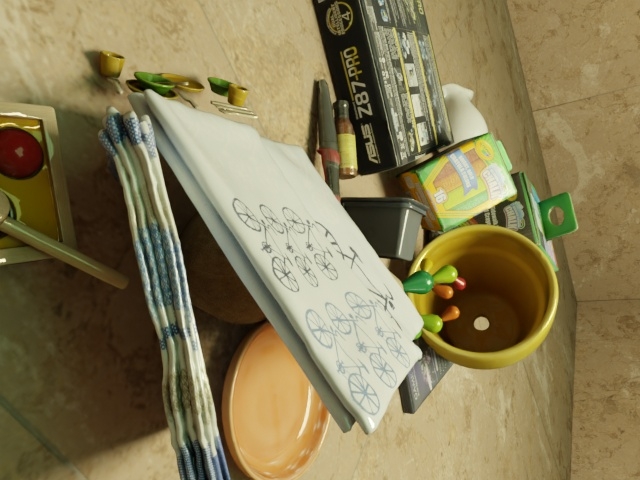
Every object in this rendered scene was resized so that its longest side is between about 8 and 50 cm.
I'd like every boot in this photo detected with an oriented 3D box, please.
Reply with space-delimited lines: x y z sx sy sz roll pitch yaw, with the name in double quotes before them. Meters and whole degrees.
"boot" -0.041 0.051 0.575 0.305 0.112 0.115 31 101 -42

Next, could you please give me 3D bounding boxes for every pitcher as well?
"pitcher" 0.324 -0.296 1.189 0.178 0.125 0.207 16 58 -32

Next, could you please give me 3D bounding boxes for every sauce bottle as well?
"sauce bottle" 0.038 -0.166 0.794 0.042 0.042 0.128 7 80 -55

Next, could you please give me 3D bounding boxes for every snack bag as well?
"snack bag" 0.000 0.000 0.510 0.323 0.037 0.342 55 18 11

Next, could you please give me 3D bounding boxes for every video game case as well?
"video game case" 0.219 0.203 1.001 0.274 0.026 0.196 -19 99 -54

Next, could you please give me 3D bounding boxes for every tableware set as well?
"tableware set" -0.143 -0.164 0.495 0.154 0.104 0.024 0 122 -37

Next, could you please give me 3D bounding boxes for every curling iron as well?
"curling iron" 0.011 -0.126 0.750 0.068 0.035 0.274 118 -34 -75

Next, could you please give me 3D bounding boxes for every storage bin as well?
"storage bin" 0.100 -0.017 0.787 0.098 0.135 0.091 16 82 -54

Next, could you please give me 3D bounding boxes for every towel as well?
"towel" -0.129 0.053 0.393 0.034 0.209 0.285 -13 96 -21

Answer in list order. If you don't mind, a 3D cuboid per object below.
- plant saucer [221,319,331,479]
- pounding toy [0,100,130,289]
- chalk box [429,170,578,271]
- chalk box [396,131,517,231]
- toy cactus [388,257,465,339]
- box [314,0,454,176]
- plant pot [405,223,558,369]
"plant saucer" -0.052 0.192 0.596 0.200 0.037 0.200 15 72 -54
"pounding toy" -0.225 -0.022 0.329 0.130 0.100 0.141 -12 93 -56
"chalk box" 0.407 -0.019 1.067 0.179 0.289 0.180 32 50 -49
"chalk box" 0.284 -0.123 0.951 0.132 0.213 0.132 62 -4 -7
"toy cactus" 0.117 0.091 0.751 0.180 0.219 0.112 52 7 -41
"box" 0.130 -0.347 0.920 0.318 0.097 0.395 -30 107 -52
"plant pot" 0.308 0.133 0.930 0.239 0.254 0.254 56 39 -58
